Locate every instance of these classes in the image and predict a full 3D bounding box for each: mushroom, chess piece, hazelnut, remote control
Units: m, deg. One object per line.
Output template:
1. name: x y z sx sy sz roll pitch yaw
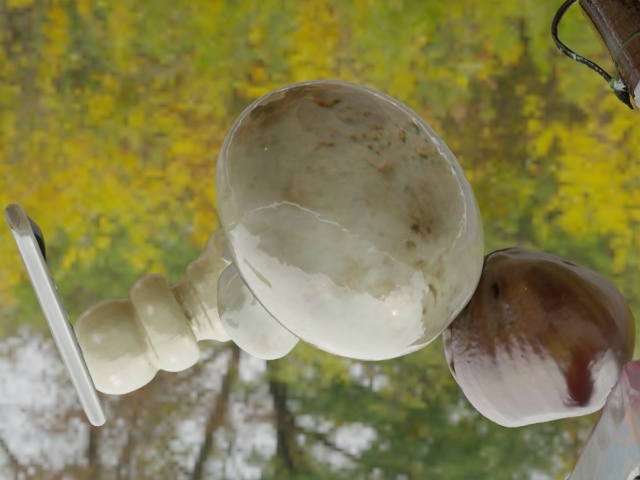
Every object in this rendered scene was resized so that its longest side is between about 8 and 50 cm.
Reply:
1. mushroom: 0.000 0.000 1.264 0.243 0.244 0.243 3 -175 0
2. chess piece: -0.180 0.094 2.047 0.299 0.167 0.167 -25 -170 -9
3. hazelnut: 0.251 0.105 1.804 0.217 0.217 0.251 1 -178 -17
4. remote control: -0.269 0.078 1.628 0.029 0.261 0.067 -23 -147 -12

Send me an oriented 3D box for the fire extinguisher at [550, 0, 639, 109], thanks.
1. fire extinguisher: 0.193 -0.135 1.022 0.078 0.045 0.157 -27 -142 10

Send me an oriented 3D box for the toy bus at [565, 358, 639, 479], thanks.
1. toy bus: 0.345 0.248 1.555 0.171 0.162 0.386 -5 147 -9

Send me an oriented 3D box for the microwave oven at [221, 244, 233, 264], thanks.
1. microwave oven: 0.029 0.001 1.864 0.194 0.145 0.240 32 -168 35
